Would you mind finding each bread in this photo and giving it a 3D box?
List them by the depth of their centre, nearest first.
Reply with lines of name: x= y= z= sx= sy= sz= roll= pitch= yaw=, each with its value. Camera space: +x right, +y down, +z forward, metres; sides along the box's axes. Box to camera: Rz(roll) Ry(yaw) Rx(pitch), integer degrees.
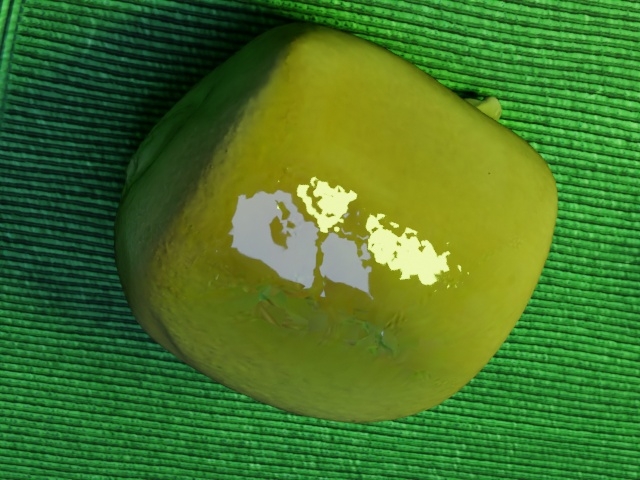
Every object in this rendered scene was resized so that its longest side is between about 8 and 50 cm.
bread: x=0.000 y=0.000 z=1.781 sx=0.376 sy=0.253 sz=0.348 roll=32 pitch=120 yaw=-26
